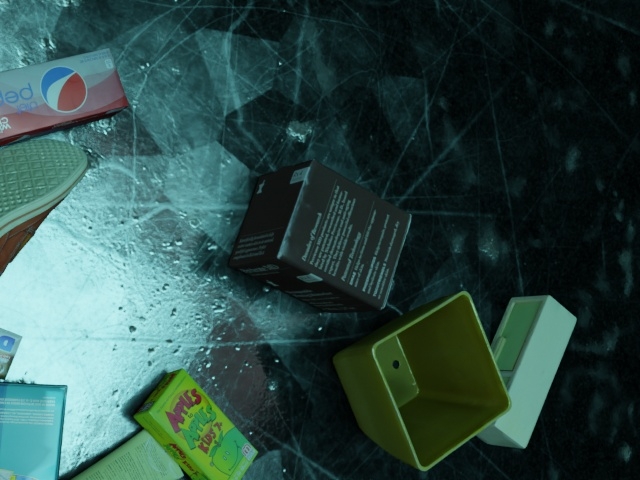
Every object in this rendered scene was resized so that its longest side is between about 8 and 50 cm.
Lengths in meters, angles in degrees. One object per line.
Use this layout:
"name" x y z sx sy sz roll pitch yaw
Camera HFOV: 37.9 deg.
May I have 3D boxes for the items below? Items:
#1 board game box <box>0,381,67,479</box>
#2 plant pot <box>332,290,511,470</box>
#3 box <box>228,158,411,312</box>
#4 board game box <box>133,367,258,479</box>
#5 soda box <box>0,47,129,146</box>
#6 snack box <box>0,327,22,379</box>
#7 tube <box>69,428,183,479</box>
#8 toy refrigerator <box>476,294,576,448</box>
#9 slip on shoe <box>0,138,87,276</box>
"board game box" -0.459 0.341 1.154 0.254 0.079 0.336 6 81 -13
"plant pot" 0.145 0.224 1.519 0.212 0.187 0.212 -27 98 -31
"box" 0.000 0.000 1.465 0.203 0.168 0.167 27 72 -26
"board game box" -0.182 0.288 1.379 0.181 0.043 0.092 52 46 -17
"soda box" -0.407 -0.188 1.285 0.263 0.083 0.092 -22 96 -32
"snack box" -0.491 0.125 1.231 0.178 0.022 0.064 27 70 -26
"tube" -0.307 0.349 1.303 0.240 0.062 0.070 -27 134 -35
"toy refrigerator" 0.358 0.234 1.701 0.094 0.102 0.269 37 67 -23
"slip on shoe" -0.436 -0.022 1.245 0.123 0.101 0.331 26 53 13
